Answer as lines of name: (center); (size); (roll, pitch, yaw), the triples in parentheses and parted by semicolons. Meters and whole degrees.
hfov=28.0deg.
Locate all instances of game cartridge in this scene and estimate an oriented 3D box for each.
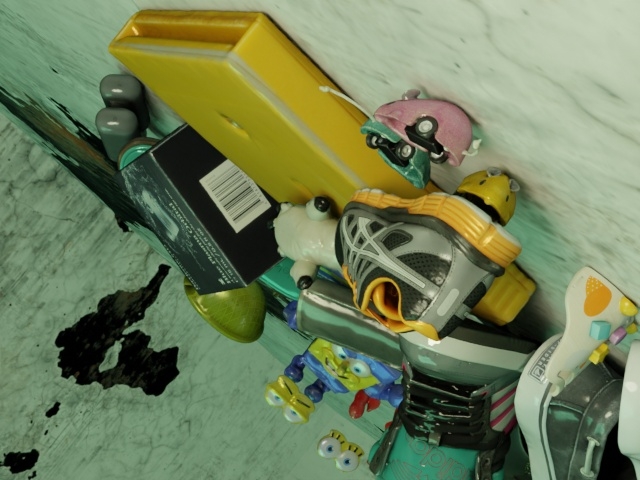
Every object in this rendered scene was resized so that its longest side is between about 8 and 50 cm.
game cartridge: (-0.001, -0.062, 1.028); (0.323, 0.053, 0.285); (40, 171, -27)

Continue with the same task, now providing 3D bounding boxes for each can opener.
can opener: (-0.202, -0.124, 1.504); (0.095, 0.076, 0.283); (6, 171, -3)

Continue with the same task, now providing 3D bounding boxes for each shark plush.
shark plush: (-0.003, 0.002, 1.040); (0.067, 0.073, 0.161); (7, 180, -25)

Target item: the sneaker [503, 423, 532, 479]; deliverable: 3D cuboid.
sneaker: (0.241, 0.243, 1.458); (0.222, 0.083, 0.118); (45, 168, -33)

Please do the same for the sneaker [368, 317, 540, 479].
sneaker: (0.102, 0.152, 1.075); (0.124, 0.178, 0.295); (20, 177, 21)

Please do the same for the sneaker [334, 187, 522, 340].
sneaker: (0.050, 0.019, 0.845); (0.084, 0.083, 0.215); (34, 169, -12)

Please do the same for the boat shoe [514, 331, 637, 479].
boat shoe: (0.247, 0.182, 1.090); (0.102, 0.108, 0.301); (34, 163, 33)

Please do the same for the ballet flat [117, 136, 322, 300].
ballet flat: (-0.108, -0.030, 1.450); (0.280, 0.095, 0.096); (38, -157, -15)

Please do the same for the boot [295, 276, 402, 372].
boot: (0.082, 0.118, 1.331); (0.208, 0.076, 0.189); (12, 150, 14)

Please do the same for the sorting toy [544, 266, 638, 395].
sorting toy: (0.176, 0.070, 0.867); (0.045, 0.075, 0.083); (35, 171, 23)

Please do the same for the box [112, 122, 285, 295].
box: (-0.106, -0.036, 1.244); (0.156, 0.093, 0.158); (55, 160, -8)

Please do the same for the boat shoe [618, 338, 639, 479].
boat shoe: (0.263, 0.143, 0.917); (0.076, 0.080, 0.228); (5, 146, 24)

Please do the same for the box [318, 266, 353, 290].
box: (0.000, 0.000, 1.336); (0.109, 0.042, 0.178); (31, 168, 42)

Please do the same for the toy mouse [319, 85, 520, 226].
toy mouse: (0.064, -0.063, 0.788); (0.143, 0.031, 0.161); (37, 171, 7)

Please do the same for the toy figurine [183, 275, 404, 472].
toy figurine: (0.028, 0.104, 1.617); (0.362, 0.191, 0.217); (47, 140, -6)
